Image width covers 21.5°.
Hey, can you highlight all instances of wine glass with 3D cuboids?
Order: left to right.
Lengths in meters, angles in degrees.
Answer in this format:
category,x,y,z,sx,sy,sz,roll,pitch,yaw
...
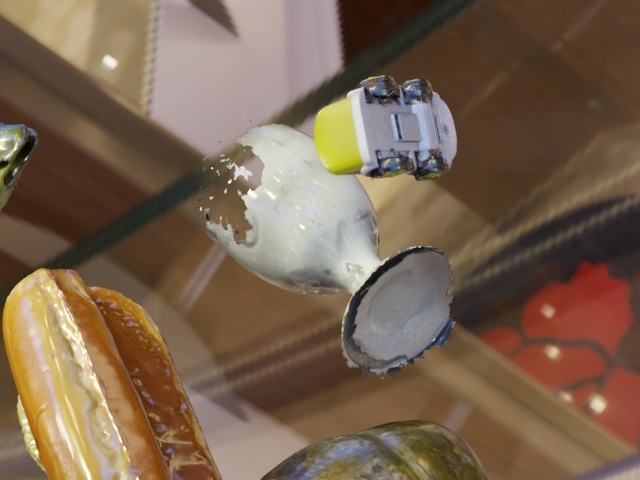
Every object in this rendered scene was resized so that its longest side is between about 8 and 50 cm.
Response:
category,x,y,z,sx,sy,sz,roll,pitch,yaw
wine glass,0.005,0.002,2.058,0.190,0.190,0.357,-53,50,5

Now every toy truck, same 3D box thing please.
category,x,y,z,sx,sy,sz,roll,pitch,yaw
toy truck,0.047,-0.076,1.247,0.077,0.111,0.076,-17,79,40

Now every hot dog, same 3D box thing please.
category,x,y,z,sx,sy,sz,roll,pitch,yaw
hot dog,-0.130,0.162,1.129,0.100,0.135,0.337,-38,54,14

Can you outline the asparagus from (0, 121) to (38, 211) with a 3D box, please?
category,x,y,z,sx,sy,sz,roll,pitch,yaw
asparagus,-0.380,0.043,1.487,0.382,0.128,0.108,-59,10,21

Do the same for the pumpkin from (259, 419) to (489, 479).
category,x,y,z,sx,sy,sz,roll,pitch,yaw
pumpkin,0.006,0.300,1.278,0.242,0.232,0.325,137,130,-61
